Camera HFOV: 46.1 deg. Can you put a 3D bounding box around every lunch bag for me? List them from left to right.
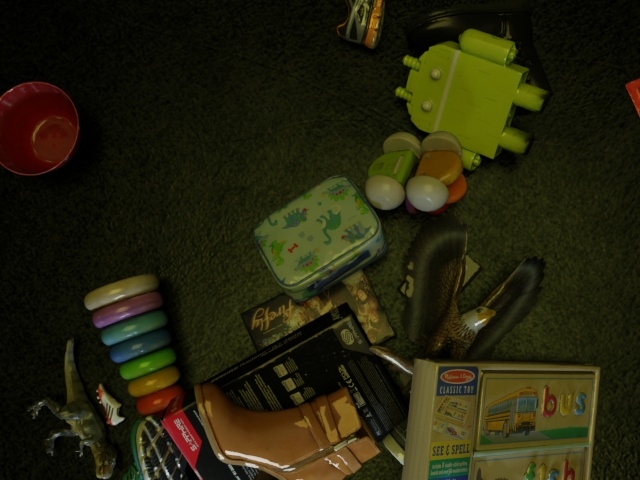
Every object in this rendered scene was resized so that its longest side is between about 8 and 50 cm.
[{"bbox_3d":[0.000,0.000,1.366,0.219,0.090,0.176,-33,56,-1],"label":"lunch bag"}]

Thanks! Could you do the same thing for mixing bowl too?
[{"bbox_3d":[-0.537,-0.207,1.463,0.182,0.098,0.181,-1,84,6],"label":"mixing bowl"}]

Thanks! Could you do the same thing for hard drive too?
[{"bbox_3d":[0.220,0.071,1.393,0.094,0.022,0.135,42,89,8],"label":"hard drive"}]

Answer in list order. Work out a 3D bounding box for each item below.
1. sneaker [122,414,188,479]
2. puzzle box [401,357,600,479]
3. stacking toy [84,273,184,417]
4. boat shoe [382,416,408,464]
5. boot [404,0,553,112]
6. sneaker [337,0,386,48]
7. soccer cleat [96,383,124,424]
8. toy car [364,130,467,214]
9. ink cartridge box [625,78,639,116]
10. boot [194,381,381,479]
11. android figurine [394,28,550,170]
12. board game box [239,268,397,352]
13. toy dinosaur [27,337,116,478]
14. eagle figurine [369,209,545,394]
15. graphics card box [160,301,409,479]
[{"bbox_3d":[-0.299,0.422,1.317,0.110,0.107,0.275,6,121,17],"label":"sneaker"},{"bbox_3d":[0.300,0.326,1.205,0.409,0.052,0.271,7,87,-36],"label":"puzzle box"},{"bbox_3d":[-0.318,0.234,1.379,0.141,0.141,0.330,-19,86,3],"label":"stacking toy"},{"bbox_3d":[0.247,0.401,1.269,0.319,0.116,0.099,41,87,-15],"label":"boat shoe"},{"bbox_3d":[0.294,-0.328,1.395,0.247,0.094,0.207,-8,79,-1],"label":"boot"},{"bbox_3d":[0.088,-0.479,1.443,0.083,0.084,0.214,11,85,12],"label":"sneaker"},{"bbox_3d":[-0.397,0.308,1.426,0.036,0.029,0.083,-20,85,-6],"label":"soccer cleat"},{"bbox_3d":[0.178,-0.106,1.363,0.182,0.136,0.159,3,53,30],"label":"toy car"},{"bbox_3d":[0.710,-0.254,1.368,0.233,0.066,0.189,-21,82,-1],"label":"ink cartridge box"},{"bbox_3d":[-0.051,0.296,1.201,0.220,0.109,0.283,-31,103,5],"label":"boot"},{"bbox_3d":[0.263,-0.255,1.353,0.273,0.056,0.248,27,125,19],"label":"android figurine"},{"bbox_3d":[-0.005,0.156,1.385,0.243,0.042,0.165,-27,74,2],"label":"board game box"},{"bbox_3d":[-0.473,0.331,1.415,0.118,0.064,0.268,-22,80,-8],"label":"toy dinosaur"},{"bbox_3d":[0.244,0.131,1.305,0.225,0.226,0.298,-2,48,37],"label":"eagle figurine"},{"bbox_3d":[-0.055,0.297,1.305,0.371,0.094,0.232,-30,100,4],"label":"graphics card box"}]
